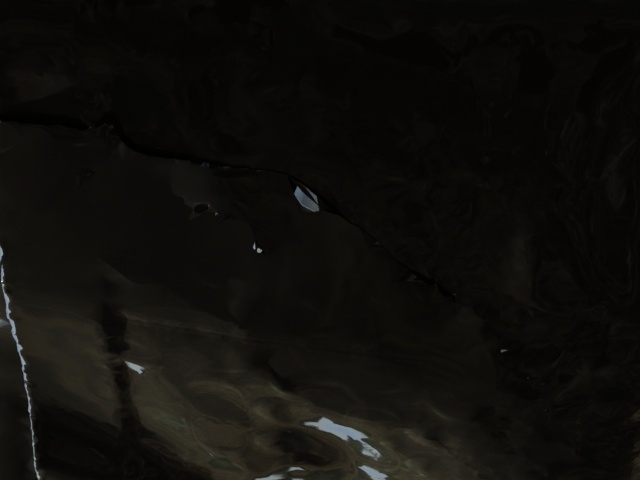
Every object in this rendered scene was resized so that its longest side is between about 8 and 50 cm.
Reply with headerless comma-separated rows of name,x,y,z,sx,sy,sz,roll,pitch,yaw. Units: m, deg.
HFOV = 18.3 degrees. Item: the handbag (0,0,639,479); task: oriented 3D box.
handbag,0.000,0.000,0.508,0.223,0.080,0.247,2,-41,0
